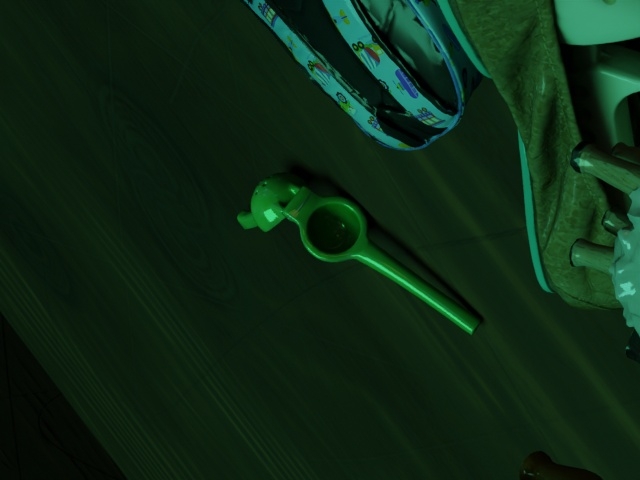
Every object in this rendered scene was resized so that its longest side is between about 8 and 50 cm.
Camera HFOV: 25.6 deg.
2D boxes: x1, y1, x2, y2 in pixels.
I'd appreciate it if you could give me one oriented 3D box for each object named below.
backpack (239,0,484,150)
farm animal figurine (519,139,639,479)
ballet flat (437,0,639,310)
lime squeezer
[{"bbox_3d":[0.042,-0.148,0.846,0.173,0.117,0.158,53,156,-2],"label":"backpack"},{"bbox_3d":[0.256,0.092,0.696,0.172,0.330,0.326,30,119,45],"label":"farm animal figurine"},{"bbox_3d":[0.150,-0.093,0.765,0.124,0.116,0.342,3,130,34],"label":"ballet flat"},{"bbox_3d":[0.000,0.000,1.199,0.310,0.059,0.110,23,143,45],"label":"lime squeezer"}]
